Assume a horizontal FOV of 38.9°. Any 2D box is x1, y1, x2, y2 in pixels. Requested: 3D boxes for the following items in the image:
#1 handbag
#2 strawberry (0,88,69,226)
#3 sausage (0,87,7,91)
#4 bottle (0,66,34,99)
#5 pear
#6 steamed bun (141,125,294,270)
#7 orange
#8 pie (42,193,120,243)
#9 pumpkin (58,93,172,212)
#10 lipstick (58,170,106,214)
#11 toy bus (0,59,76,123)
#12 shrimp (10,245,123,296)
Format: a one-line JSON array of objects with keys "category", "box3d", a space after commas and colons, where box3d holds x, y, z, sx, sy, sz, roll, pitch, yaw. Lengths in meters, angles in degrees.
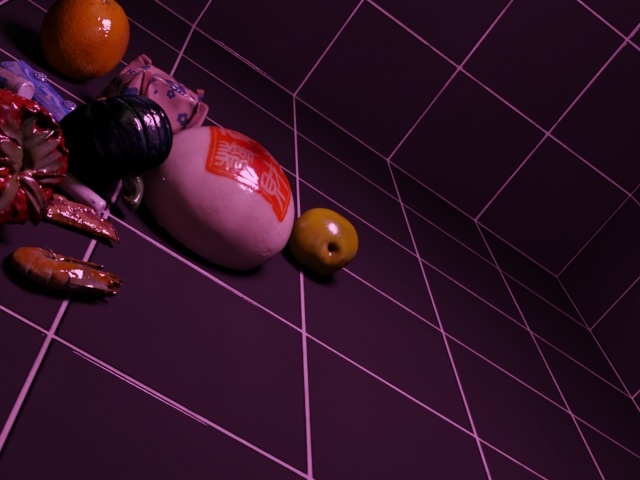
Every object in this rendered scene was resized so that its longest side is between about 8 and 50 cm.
[{"category": "handbag", "box3d": [-0.415, -0.327, 2.268, 0.251, 0.193, 0.190, 29, 16, -27]}, {"category": "strawberry", "box3d": [-0.573, -0.150, 1.513, 0.257, 0.261, 0.261, 11, 9, 21]}, {"category": "sausage", "box3d": [-0.756, -0.334, 1.776, 0.317, 0.125, 0.117, 41, 22, 17]}, {"category": "bottle", "box3d": [-0.719, -0.360, 1.956, 0.217, 0.060, 0.060, 28, 16, 13]}, {"category": "pear", "box3d": [0.000, 0.000, 2.349, 0.180, 0.166, 0.216, 17, 2, -19]}, {"category": "steamed bun", "box3d": [-0.213, -0.118, 2.082, 0.374, 0.241, 0.374, 37, 17, -14]}, {"category": "orange", "box3d": [-0.608, -0.528, 2.339, 0.236, 0.236, 0.236, 34, 19, -13]}, {"category": "pie", "box3d": [-0.467, -0.047, 1.750, 0.170, 0.034, 0.092, 21, 28, -39]}, {"category": "pumpkin", "box3d": [-0.422, -0.180, 1.898, 0.248, 0.248, 0.248, 34, 19, -13]}, {"category": "lipstick", "box3d": [-0.495, -0.104, 1.826, 0.141, 0.040, 0.040, 39, 18, 1]}, {"category": "toy bus", "box3d": [-0.625, -0.302, 2.014, 0.236, 0.079, 0.094, 43, 35, 16]}, {"category": "shrimp", "box3d": [-0.431, 0.051, 1.562, 0.217, 0.051, 0.115, 17, 25, -42]}]
